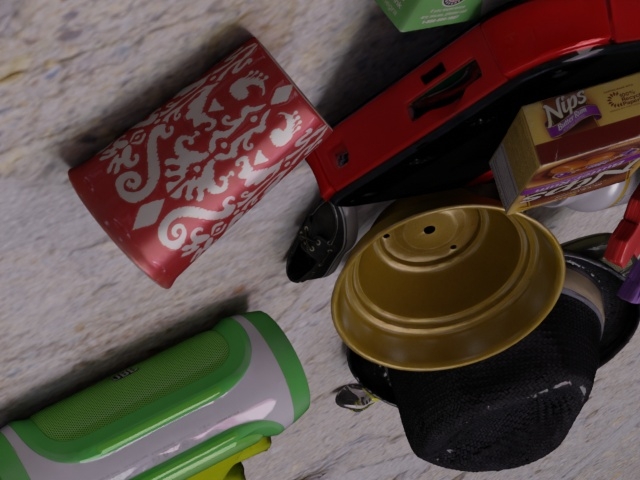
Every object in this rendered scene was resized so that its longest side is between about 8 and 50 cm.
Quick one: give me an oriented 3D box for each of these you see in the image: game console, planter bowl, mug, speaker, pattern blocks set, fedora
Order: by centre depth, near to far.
[{"bbox_3d":[-0.089,-0.069,1.310,0.169,0.150,0.113,-40,122,4],"label":"mug"},{"bbox_3d":[0.201,-0.122,1.434,0.342,0.060,0.386,-11,170,-31],"label":"game console"},{"bbox_3d":[0.108,0.016,1.632,0.217,0.090,0.217,-7,135,-7],"label":"planter bowl"},{"bbox_3d":[-0.162,0.175,1.652,0.296,0.131,0.131,-26,157,-20],"label":"speaker"},{"bbox_3d":[0.369,-0.085,1.716,0.325,0.026,0.285,-61,159,-9],"label":"pattern blocks set"},{"bbox_3d":[0.191,0.149,1.904,0.334,0.152,0.334,-2,145,-2],"label":"fedora"}]

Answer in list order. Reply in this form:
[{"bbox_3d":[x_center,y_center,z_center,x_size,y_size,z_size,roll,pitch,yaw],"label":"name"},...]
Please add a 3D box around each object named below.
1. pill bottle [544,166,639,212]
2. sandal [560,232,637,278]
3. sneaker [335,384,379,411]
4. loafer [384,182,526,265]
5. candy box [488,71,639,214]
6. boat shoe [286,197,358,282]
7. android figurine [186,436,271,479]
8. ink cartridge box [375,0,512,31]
[{"bbox_3d":[0.283,-0.084,1.759,0.184,0.103,0.103,-13,151,-41],"label":"pill bottle"},{"bbox_3d":[0.207,0.055,1.981,0.302,0.086,0.120,-25,139,28],"label":"sandal"},{"bbox_3d":[0.042,0.191,2.096,0.035,0.031,0.083,-45,155,29],"label":"sneaker"},{"bbox_3d":[0.113,-0.005,1.717,0.220,0.080,0.078,-44,157,24],"label":"loafer"},{"bbox_3d":[0.200,-0.073,1.379,0.109,0.053,0.187,-16,172,-4],"label":"candy box"},{"bbox_3d":[0.000,0.000,1.616,0.040,0.049,0.142,-24,158,-23],"label":"boat shoe"},{"bbox_3d":[-0.185,0.269,1.910,0.273,0.056,0.248,-18,154,-35],"label":"android figurine"},{"bbox_3d":[0.134,-0.255,1.204,0.160,0.092,0.219,-15,153,-39],"label":"ink cartridge box"}]
